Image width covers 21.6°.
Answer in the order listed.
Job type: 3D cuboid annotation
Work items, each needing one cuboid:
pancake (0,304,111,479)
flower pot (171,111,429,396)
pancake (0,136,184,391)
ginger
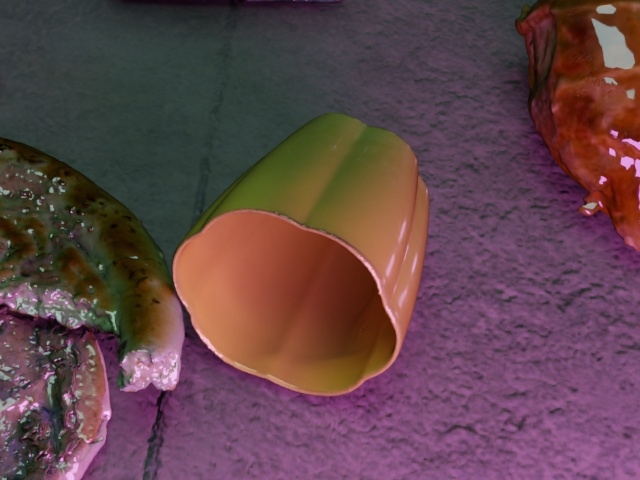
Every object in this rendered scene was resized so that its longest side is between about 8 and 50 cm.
[{"bbox_3d":[-0.299,0.135,1.339,0.282,0.049,0.282,2,55,-3],"label":"pancake"},{"bbox_3d":[0.000,0.000,1.378,0.195,0.195,0.179,19,44,9],"label":"flower pot"},{"bbox_3d":[-0.238,-0.002,1.397,0.376,0.054,0.197,36,43,27],"label":"pancake"},{"bbox_3d":[0.313,-0.159,1.520,0.274,0.152,0.357,32,59,-6],"label":"ginger"}]
